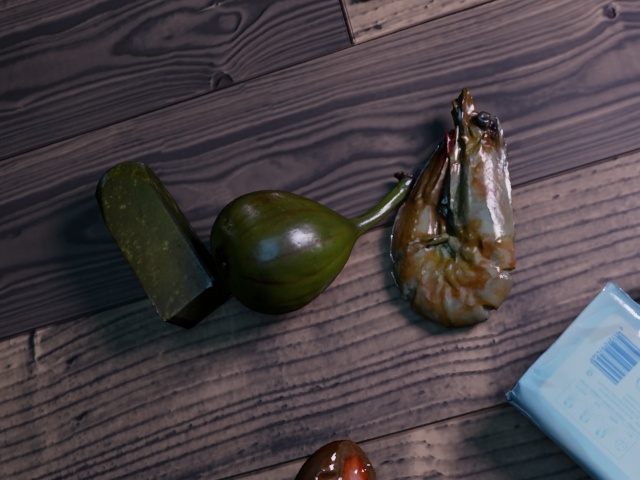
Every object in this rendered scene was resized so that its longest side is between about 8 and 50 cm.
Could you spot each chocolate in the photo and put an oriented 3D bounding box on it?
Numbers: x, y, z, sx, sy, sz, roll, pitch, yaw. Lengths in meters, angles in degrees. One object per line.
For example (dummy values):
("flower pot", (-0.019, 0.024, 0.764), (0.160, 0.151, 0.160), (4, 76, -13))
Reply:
("chocolate", (0.025, 0.293, 1.149), (0.127, 0.124, 0.133), (-6, 43, 14))

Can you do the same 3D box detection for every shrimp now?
("shrimp", (0.162, -0.043, 1.233), (0.154, 0.062, 0.294), (2, 78, 19))

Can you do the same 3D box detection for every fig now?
("fig", (0.000, 0.000, 1.246), (0.259, 0.151, 0.151), (-14, 71, -20))

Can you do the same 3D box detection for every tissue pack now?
("tissue pack", (0.356, 0.197, 1.113), (0.263, 0.089, 0.177), (43, 89, 16))

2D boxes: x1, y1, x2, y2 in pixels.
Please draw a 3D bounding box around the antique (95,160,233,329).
("antique", (-0.206, -0.002, 1.293), (0.081, 0.080, 0.221), (-37, 72, 3))
